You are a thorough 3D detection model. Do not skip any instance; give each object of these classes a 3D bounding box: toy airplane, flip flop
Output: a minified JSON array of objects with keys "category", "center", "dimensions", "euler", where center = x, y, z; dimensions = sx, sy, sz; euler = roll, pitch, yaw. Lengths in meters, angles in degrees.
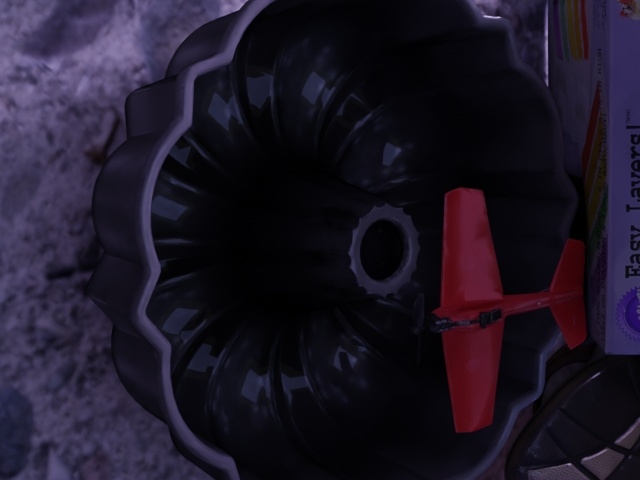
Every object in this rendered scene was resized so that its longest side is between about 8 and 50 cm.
[{"category":"toy airplane","center":[0.112,0.042,0.836],"dimensions":[0.151,0.028,0.151],"euler":[-6,100,-38]},{"category":"flip flop","center":[0.208,0.111,1.051],"dimensions":[0.277,0.080,0.112],"euler":[-50,120,-41]}]

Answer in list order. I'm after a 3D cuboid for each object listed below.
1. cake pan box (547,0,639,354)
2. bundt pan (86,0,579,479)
[{"category":"cake pan box","center":[0.199,-0.065,0.927],"dimensions":[0.070,0.246,0.267],"euler":[-1,98,3]},{"category":"bundt pan","center":[0.000,0.000,0.841],"dimensions":[0.331,0.124,0.331],"euler":[-5,98,-38]}]
